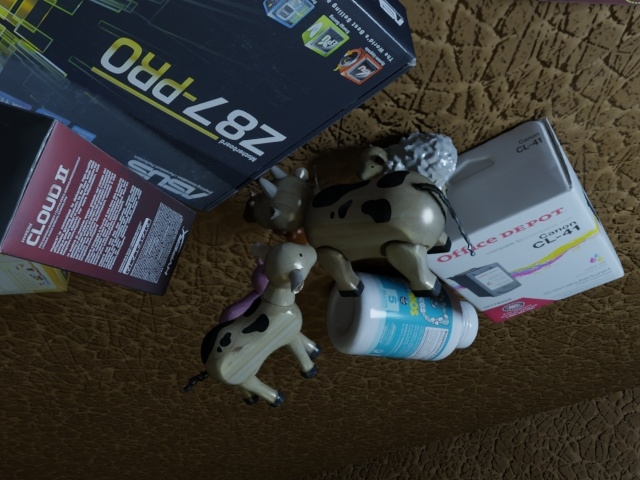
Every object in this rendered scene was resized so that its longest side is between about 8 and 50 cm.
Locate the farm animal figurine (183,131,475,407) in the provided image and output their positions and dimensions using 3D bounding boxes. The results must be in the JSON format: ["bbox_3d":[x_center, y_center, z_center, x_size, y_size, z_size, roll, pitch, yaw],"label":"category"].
[{"bbox_3d":[0.000,0.000,0.644,0.327,0.330,0.172,-17,128,21],"label":"farm animal figurine"}]

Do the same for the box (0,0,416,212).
[{"bbox_3d":[-0.158,-0.199,0.490,0.318,0.097,0.395,-28,142,33],"label":"box"}]

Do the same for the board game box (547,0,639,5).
[{"bbox_3d":[0.358,-0.288,0.524,0.281,0.027,0.145,-2,148,-9],"label":"board game box"}]

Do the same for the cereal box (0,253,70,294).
[{"bbox_3d":[-0.502,0.020,0.792,0.240,0.047,0.173,-2,146,-8],"label":"cereal box"}]

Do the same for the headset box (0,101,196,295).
[{"bbox_3d":[-0.283,-0.046,0.528,0.218,0.110,0.293,17,171,13],"label":"headset box"}]

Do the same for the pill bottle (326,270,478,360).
[{"bbox_3d":[0.154,0.141,1.023,0.264,0.146,0.146,9,143,-25],"label":"pill bottle"}]

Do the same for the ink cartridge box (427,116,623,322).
[{"bbox_3d":[0.290,-0.009,0.840,0.226,0.131,0.306,-27,144,26],"label":"ink cartridge box"}]
